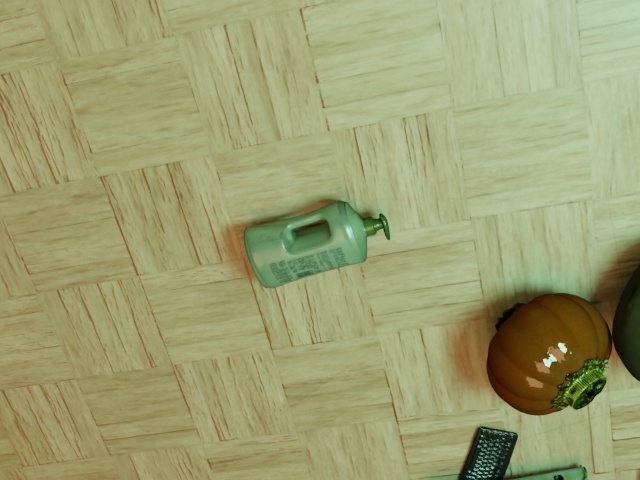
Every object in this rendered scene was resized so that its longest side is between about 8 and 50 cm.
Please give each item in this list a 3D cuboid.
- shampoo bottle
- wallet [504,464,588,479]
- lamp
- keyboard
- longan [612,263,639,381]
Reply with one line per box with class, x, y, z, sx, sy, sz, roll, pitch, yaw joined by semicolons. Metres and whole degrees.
shampoo bottle;0.000;0.000;1.311;0.234;0.087;0.118;-16;115;12
wallet;0.382;0.557;1.560;0.310;0.077;0.223;-11;121;6
lamp;0.382;0.190;1.317;0.223;0.196;0.223;-23;137;-23
keyboard;0.324;0.474;1.567;0.087;0.017;0.250;12;117;-1
longan;0.584;0.127;1.252;0.246;0.215;0.245;2;80;-10
